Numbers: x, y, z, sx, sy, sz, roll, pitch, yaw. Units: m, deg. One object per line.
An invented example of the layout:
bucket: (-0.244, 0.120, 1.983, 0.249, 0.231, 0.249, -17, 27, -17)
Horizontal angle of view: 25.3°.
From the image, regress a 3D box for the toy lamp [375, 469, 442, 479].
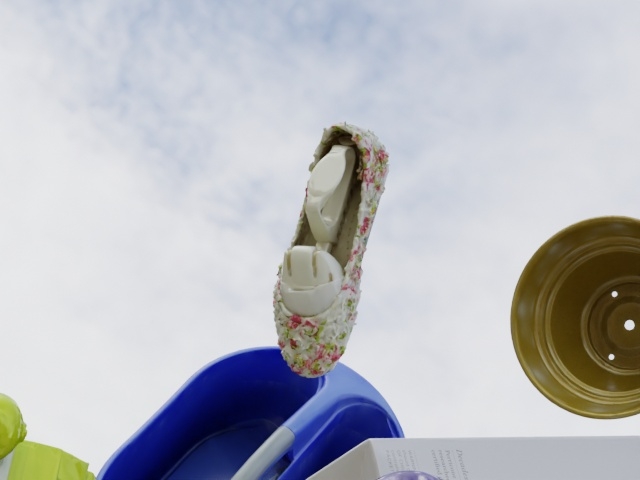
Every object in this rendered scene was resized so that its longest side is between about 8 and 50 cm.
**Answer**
toy lamp: (0.055, 0.228, 0.649, 0.080, 0.274, 0.080, -2, -46, -2)

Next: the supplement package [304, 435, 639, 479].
supplement package: (0.127, 0.251, 1.032, 0.293, 0.175, 0.177, 4, -29, -32)

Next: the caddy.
caddy: (-0.067, 0.250, 1.346, 0.241, 0.341, 0.179, 33, -38, 16)

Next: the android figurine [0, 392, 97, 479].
android figurine: (-0.253, 0.162, 0.908, 0.273, 0.056, 0.248, 15, -37, -14)

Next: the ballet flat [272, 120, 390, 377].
ballet flat: (0.000, 0.000, 1.277, 0.091, 0.241, 0.077, 3, -22, 24)

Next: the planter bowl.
planter bowl: (0.321, 0.087, 1.538, 0.217, 0.217, 0.090, 8, -6, 31)
